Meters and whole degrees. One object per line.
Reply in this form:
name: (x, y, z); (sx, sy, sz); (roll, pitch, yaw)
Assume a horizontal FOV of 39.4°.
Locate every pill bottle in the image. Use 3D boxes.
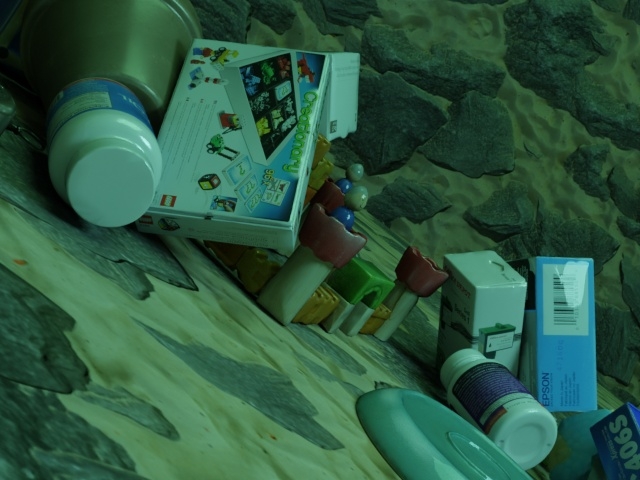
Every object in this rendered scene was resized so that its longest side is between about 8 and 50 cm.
pill bottle: (-0.246, -0.099, 1.014); (0.124, 0.124, 0.221); (33, 12, -29)
pill bottle: (0.253, 0.241, 1.316); (0.108, 0.108, 0.193); (33, 9, -29)

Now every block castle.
block castle: (0.001, -0.024, 1.357); (0.303, 0.213, 0.453); (41, 9, 25)

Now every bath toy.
bath toy: (0.502, 0.406, 1.430); (0.348, 0.151, 0.129); (37, 46, -26)

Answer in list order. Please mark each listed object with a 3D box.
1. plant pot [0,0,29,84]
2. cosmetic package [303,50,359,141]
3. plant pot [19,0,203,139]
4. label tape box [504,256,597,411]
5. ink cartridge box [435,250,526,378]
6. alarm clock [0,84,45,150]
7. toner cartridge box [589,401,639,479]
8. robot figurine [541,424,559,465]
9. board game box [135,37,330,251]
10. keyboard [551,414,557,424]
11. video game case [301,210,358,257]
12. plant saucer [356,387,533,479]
plant pot: (-0.405, -0.350, 1.408); (0.236, 0.236, 0.212); (32, 17, -33)
cosmetic package: (-0.137, -0.265, 1.588); (0.385, 0.156, 0.217); (3, 13, 13)
plant pot: (-0.290, -0.221, 1.232); (0.263, 0.263, 0.229); (33, 28, -31)
label tape box: (0.350, 0.164, 1.577); (0.115, 0.249, 0.348); (1, -6, -15)
ink cartridge box: (0.263, 0.144, 1.489); (0.093, 0.219, 0.160); (-3, 19, -12)
alarm clock: (-0.382, -0.153, 0.978); (0.192, 0.064, 0.129); (36, 7, -36)
toner cartridge box: (0.475, 0.391, 1.168); (0.165, 0.075, 0.347); (33, 28, -23)
robot figurine: (0.361, 0.324, 1.467); (0.115, 0.067, 0.101); (35, -19, -16)
board game box: (-0.103, -0.131, 1.138); (0.193, 0.305, 0.053); (8, -36, 5)
keyboard: (0.409, 0.315, 1.949); (0.256, 0.014, 0.072); (41, 14, 25)
video game case: (0.000, 0.000, 1.890); (0.204, 0.025, 0.285); (37, 8, -9)
plant saucer: (0.180, 0.274, 1.058); (0.318, 0.043, 0.317); (36, 7, -5)
